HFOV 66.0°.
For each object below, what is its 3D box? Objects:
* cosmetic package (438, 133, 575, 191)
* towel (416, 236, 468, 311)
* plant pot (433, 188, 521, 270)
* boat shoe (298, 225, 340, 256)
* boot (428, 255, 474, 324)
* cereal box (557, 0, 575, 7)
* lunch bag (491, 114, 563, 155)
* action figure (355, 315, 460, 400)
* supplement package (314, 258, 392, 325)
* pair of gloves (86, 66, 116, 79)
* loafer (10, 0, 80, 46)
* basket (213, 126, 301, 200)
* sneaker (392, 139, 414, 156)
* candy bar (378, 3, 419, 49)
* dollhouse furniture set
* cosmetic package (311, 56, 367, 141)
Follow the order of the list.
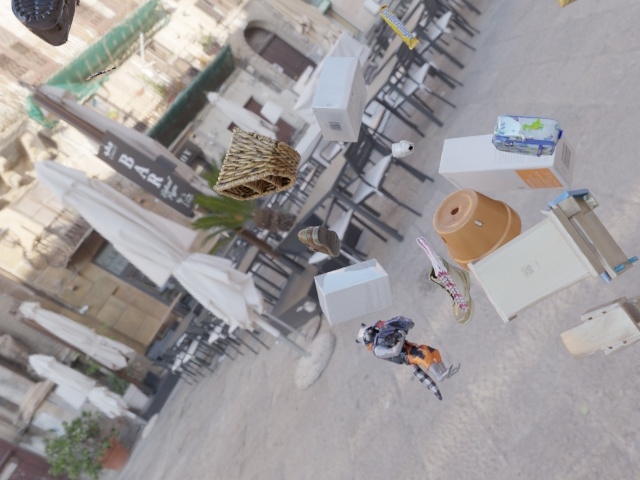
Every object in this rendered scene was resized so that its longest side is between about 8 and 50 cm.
[{"bbox_3d":[0.735,-0.311,1.963,0.453,0.230,0.161,3,76,44],"label":"cosmetic package"},{"bbox_3d":[0.319,0.091,1.299,0.029,0.197,0.144,-32,40,8],"label":"towel"},{"bbox_3d":[0.561,-0.059,1.834,0.291,0.203,0.291,-40,29,28],"label":"plant pot"},{"bbox_3d":[0.000,0.000,2.228,0.307,0.104,0.110,40,-128,-61],"label":"boat shoe"},{"bbox_3d":[0.444,0.169,1.681,0.077,0.165,0.213,-28,44,42],"label":"boot"},{"bbox_3d":[0.641,-0.675,1.162,0.240,0.173,0.047,-24,-20,3],"label":"cereal box"},{"bbox_3d":[0.586,-0.295,1.400,0.219,0.176,0.090,-6,-75,-68],"label":"lunch bag"},{"bbox_3d":[0.255,0.362,1.568,0.341,0.330,0.178,-1,-69,-62],"label":"action figure"},{"bbox_3d":[0.088,0.137,1.325,0.179,0.105,0.105,-16,28,-10],"label":"supplement package"},{"bbox_3d":[-0.707,-0.539,1.586,0.074,0.010,0.083,-5,30,32],"label":"pair of gloves"},{"bbox_3d":[-0.625,-0.604,1.138,0.130,0.134,0.366,111,160,-67],"label":"loafer"},{"bbox_3d":[-0.195,-0.226,1.693,0.299,0.213,0.223,20,-92,-81],"label":"basket"},{"bbox_3d":[0.280,-0.298,1.604,0.061,0.053,0.152,-2,15,25],"label":"sneaker"},{"bbox_3d":[0.241,-0.665,1.532,0.040,0.161,0.018,-50,16,-7],"label":"candy bar"},{"bbox_3d":[0.505,0.071,1.002,0.303,0.286,0.198,-12,-23,-46],"label":"dollhouse furniture set"},{"bbox_3d":[0.080,-0.526,1.852,0.224,0.138,0.224,56,-136,-66],"label":"cosmetic package"}]
